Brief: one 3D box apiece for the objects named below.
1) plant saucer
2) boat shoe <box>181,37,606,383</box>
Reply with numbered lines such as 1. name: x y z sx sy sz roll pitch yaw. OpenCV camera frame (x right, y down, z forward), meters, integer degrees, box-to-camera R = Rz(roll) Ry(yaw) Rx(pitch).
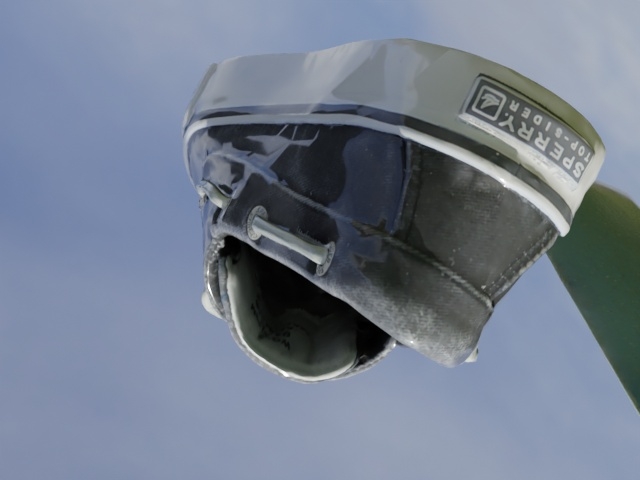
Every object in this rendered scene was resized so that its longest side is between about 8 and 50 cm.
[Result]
1. plant saucer: 0.171 0.098 0.737 0.318 0.043 0.317 58 -174 -10
2. boat shoe: 0.000 0.000 0.653 0.108 0.102 0.301 31 171 -17
